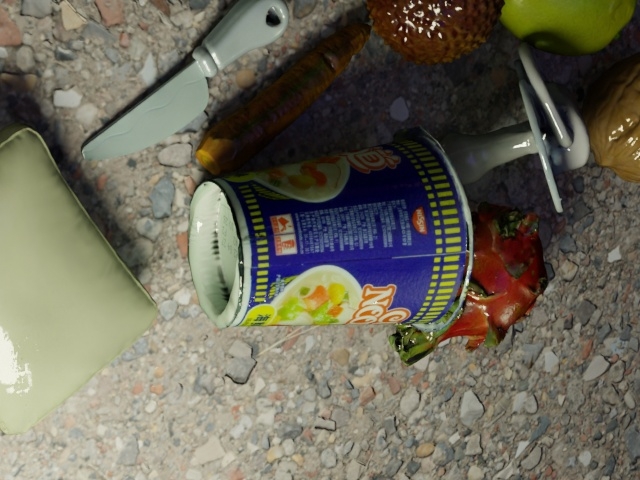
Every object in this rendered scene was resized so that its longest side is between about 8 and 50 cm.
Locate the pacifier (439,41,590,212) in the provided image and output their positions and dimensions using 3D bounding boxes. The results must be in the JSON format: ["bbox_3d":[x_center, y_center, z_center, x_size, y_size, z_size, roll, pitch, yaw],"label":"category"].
[{"bbox_3d":[0.274,-0.153,1.888,0.225,0.287,0.238,-20,111,10],"label":"pacifier"}]

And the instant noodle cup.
[{"bbox_3d":[0.000,0.000,1.703,0.312,0.284,0.284,-6,106,-25],"label":"instant noodle cup"}]

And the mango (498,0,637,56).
[{"bbox_3d":[0.343,-0.370,1.898,0.272,0.149,0.186,5,102,-30],"label":"mango"}]

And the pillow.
[{"bbox_3d":[-0.362,0.051,1.534,0.255,0.119,0.322,-41,121,-20],"label":"pillow"}]

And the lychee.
[{"bbox_3d":[0.153,-0.341,1.748,0.200,0.200,0.238,-61,145,-6],"label":"lychee"}]

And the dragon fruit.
[{"bbox_3d":[0.216,0.065,1.910,0.269,0.198,0.200,-27,137,-18],"label":"dragon fruit"}]

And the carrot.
[{"bbox_3d":[-0.041,-0.199,1.735,0.314,0.066,0.066,-44,122,-22],"label":"carrot"}]

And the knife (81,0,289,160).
[{"bbox_3d":[-0.167,-0.199,1.661,0.331,0.044,0.080,-44,130,-11],"label":"knife"}]

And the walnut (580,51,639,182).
[{"bbox_3d":[0.511,-0.192,2.041,0.213,0.213,0.213,-10,107,-33],"label":"walnut"}]
